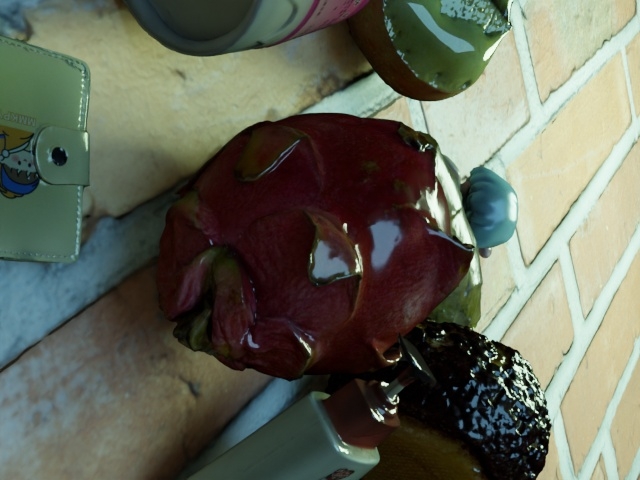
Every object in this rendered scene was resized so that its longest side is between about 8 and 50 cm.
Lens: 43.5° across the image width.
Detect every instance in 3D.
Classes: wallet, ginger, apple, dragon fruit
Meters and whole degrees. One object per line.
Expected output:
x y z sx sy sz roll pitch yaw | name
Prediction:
-0.217 -0.063 0.569 0.110 0.039 0.155 8 81 -50 | wallet
0.120 0.001 0.913 0.116 0.109 0.263 -31 116 -25 | ginger
0.118 -0.270 0.927 0.188 0.174 0.207 32 66 -18 | apple
0.003 0.000 0.697 0.315 0.250 0.250 5 84 -42 | dragon fruit

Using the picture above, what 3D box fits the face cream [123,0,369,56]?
-0.055 -0.255 0.684 0.195 0.175 0.175 -36 117 -49 | face cream

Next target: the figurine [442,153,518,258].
0.158 -0.035 1.021 0.260 0.102 0.205 18 71 -41 | figurine

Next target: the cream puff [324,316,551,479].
0.123 0.181 0.847 0.239 0.239 0.165 61 42 -31 | cream puff

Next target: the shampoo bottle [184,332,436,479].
-0.014 0.173 0.651 0.153 0.284 0.071 21 31 -51 | shampoo bottle
